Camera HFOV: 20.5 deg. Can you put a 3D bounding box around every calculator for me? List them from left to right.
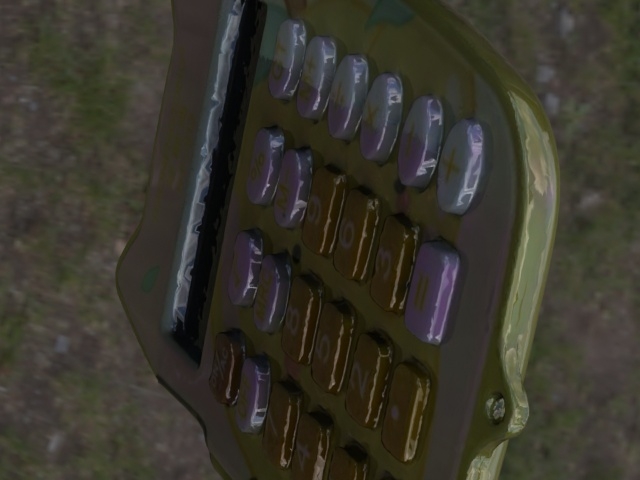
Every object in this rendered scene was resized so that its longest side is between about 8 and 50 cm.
[{"bbox_3d":[0.000,0.000,0.480,0.033,0.236,0.157,5,108,-25],"label":"calculator"}]
